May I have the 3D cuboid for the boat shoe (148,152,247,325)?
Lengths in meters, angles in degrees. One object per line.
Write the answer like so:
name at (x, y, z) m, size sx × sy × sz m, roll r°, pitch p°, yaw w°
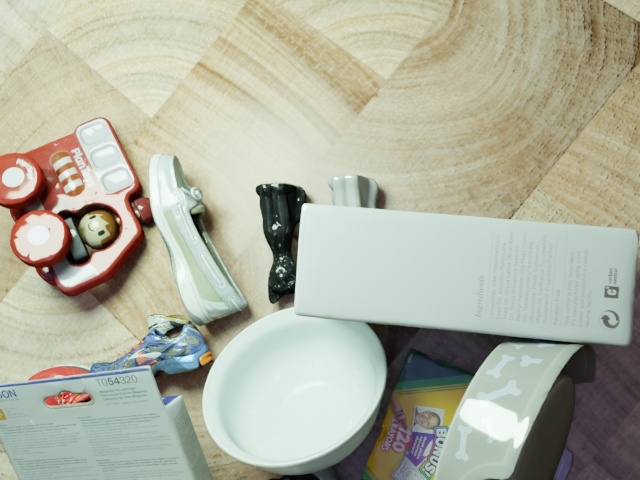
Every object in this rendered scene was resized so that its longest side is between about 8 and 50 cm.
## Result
boat shoe at (-0.226, -0.011, 1.259) m, size 0.103 × 0.118 × 0.321 m, roll -19°, pitch 80°, yaw 3°

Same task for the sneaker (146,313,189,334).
sneaker at (-0.278, 0.155, 1.283) m, size 0.083 × 0.032 × 0.037 m, roll 1°, pitch 96°, yaw 16°

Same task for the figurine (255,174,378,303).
figurine at (0.000, 0.000, 1.222) m, size 0.214 × 0.092 × 0.210 m, roll -5°, pitch 87°, yaw 12°

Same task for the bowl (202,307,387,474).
bowl at (-0.027, 0.258, 1.118) m, size 0.297 × 0.134 × 0.298 m, roll -12°, pitch 41°, yaw 11°

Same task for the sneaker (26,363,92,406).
sneaker at (-0.416, 0.284, 1.242) m, size 0.278 × 0.118 × 0.107 m, roll 10°, pitch 81°, yaw 14°

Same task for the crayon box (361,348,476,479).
crayon box at (0.174, 0.333, 1.113) m, size 0.165 × 0.081 × 0.279 m, roll 19°, pitch 85°, yaw 16°

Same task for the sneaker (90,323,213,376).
sneaker at (-0.304, 0.204, 1.250) m, size 0.221 × 0.083 × 0.087 m, roll -13°, pitch 84°, yaw 1°

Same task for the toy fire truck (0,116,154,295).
toy fire truck at (-0.450, -0.065, 1.305) m, size 0.253 × 0.169 × 0.302 m, roll -27°, pitch 75°, yaw -12°

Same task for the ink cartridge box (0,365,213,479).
ink cartridge box at (-0.359, 0.348, 1.156) m, size 0.323 × 0.071 × 0.330 m, roll -8°, pitch 109°, yaw 15°

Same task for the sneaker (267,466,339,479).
sneaker at (-0.060, 0.428, 1.062) m, size 0.153 × 0.268 × 0.101 m, roll -30°, pitch 87°, yaw 12°

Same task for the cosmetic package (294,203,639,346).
cosmetic package at (0.201, 0.046, 1.044) m, size 0.452 × 0.230 × 0.162 m, roll 4°, pitch 90°, yaw 5°

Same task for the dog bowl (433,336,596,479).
dog bowl at (0.270, 0.293, 0.975) m, size 0.102 × 0.348 × 0.349 m, roll 19°, pitch 84°, yaw 34°
